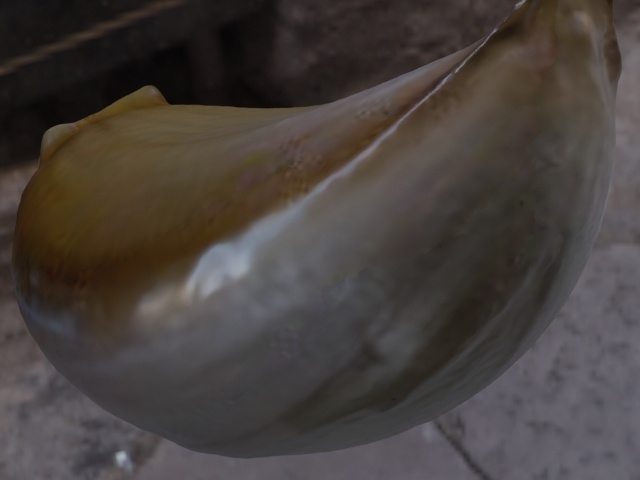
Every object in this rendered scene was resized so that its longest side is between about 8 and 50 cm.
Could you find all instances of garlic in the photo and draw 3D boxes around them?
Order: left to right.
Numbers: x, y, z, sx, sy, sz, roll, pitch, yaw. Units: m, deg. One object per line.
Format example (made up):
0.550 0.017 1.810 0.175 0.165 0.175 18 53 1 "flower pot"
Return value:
0.006 0.003 0.505 0.207 0.115 0.128 -21 30 38 "garlic"
